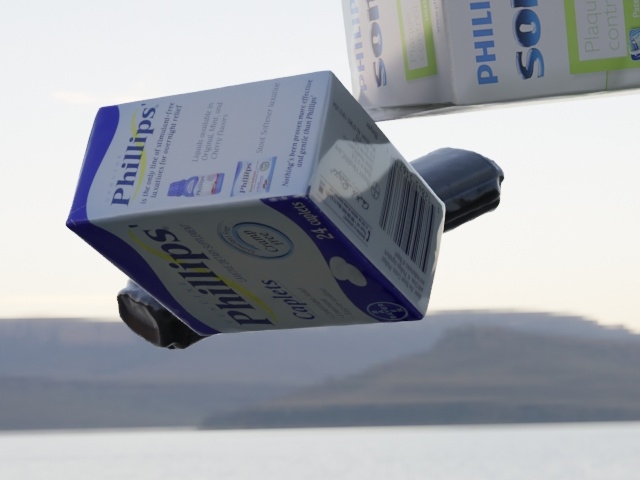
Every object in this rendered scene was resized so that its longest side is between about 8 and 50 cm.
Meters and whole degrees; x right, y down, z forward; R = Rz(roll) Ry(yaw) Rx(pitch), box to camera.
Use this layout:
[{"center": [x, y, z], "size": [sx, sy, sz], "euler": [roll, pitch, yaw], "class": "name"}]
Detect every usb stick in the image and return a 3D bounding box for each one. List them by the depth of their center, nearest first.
[{"center": [0.000, 0.000, 1.033], "size": [0.278, 0.045, 0.077], "euler": [-23, 29, -30], "class": "usb stick"}]

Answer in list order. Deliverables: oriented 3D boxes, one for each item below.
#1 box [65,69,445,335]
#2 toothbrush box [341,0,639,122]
[{"center": [-0.029, -0.013, 0.779], "size": [0.137, 0.072, 0.126], "euler": [-6, -32, 31], "class": "box"}, {"center": [0.155, -0.175, 0.790], "size": [0.283, 0.206, 0.122], "euler": [-7, 3, -20], "class": "toothbrush box"}]
